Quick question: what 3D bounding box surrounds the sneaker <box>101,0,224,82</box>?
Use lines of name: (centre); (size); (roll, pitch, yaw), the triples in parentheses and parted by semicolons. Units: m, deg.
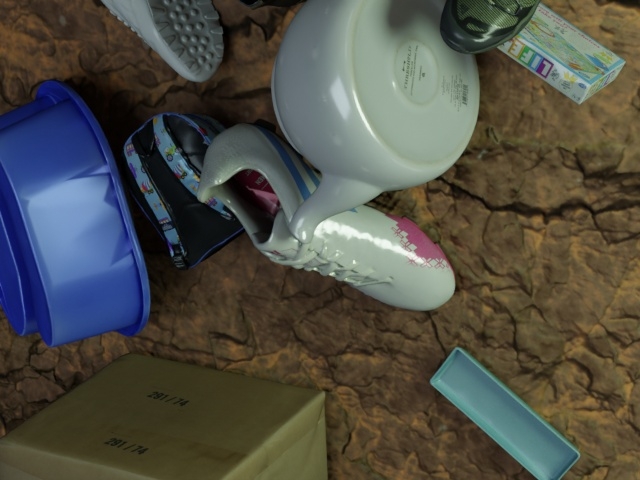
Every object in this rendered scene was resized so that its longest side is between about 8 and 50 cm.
sneaker: (-0.204, -0.283, 1.971); (0.235, 0.090, 0.095); (56, 140, 4)

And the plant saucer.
plant saucer: (0.219, 0.207, 1.938); (0.192, 0.018, 0.067); (42, 125, 12)

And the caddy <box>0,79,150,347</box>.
caddy: (-0.319, -0.028, 2.069); (0.241, 0.179, 0.341); (10, 118, 59)

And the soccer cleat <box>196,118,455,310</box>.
soccer cleat: (0.000, 0.000, 1.870); (0.331, 0.143, 0.116); (35, 130, -7)

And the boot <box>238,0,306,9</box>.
boot: (-0.093, -0.355, 1.848); (0.082, 0.106, 0.219); (-37, 88, 36)

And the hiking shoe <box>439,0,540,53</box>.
hiking shoe: (0.201, -0.283, 1.628); (0.086, 0.114, 0.227); (42, 81, 16)

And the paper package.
paper package: (-0.191, 0.289, 2.042); (0.324, 0.309, 0.168); (9, 114, 27)

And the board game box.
board game box: (0.232, -0.207, 1.710); (0.154, 0.103, 0.026); (37, 124, 14)

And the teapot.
teapot: (0.036, -0.170, 1.776); (0.187, 0.256, 0.253); (-8, 117, 45)

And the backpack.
backpack: (-0.150, -0.076, 1.988); (0.158, 0.117, 0.173); (-37, 89, 36)
